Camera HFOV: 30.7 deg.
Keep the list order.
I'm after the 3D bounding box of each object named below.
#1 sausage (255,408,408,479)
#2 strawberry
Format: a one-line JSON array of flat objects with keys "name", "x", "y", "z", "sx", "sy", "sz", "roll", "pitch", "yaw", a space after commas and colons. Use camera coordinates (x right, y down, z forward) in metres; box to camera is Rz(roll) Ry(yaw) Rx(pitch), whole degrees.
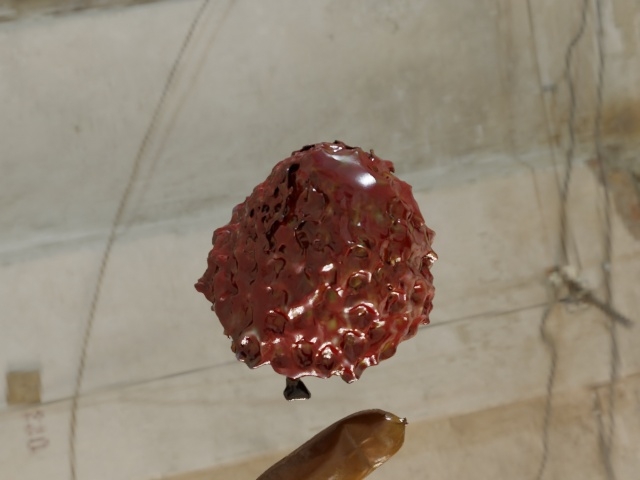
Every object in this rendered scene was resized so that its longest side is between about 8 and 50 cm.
[{"name": "sausage", "x": 0.001, "y": 0.215, "z": 1.098, "sx": 0.062, "sy": 0.183, "sz": 0.054, "roll": 54, "pitch": -5, "yaw": -3}, {"name": "strawberry", "x": 0.000, "y": 0.000, "z": 1.029, "sx": 0.178, "sy": 0.234, "sz": 0.233, "roll": 96, "pitch": -21, "yaw": -52}]
